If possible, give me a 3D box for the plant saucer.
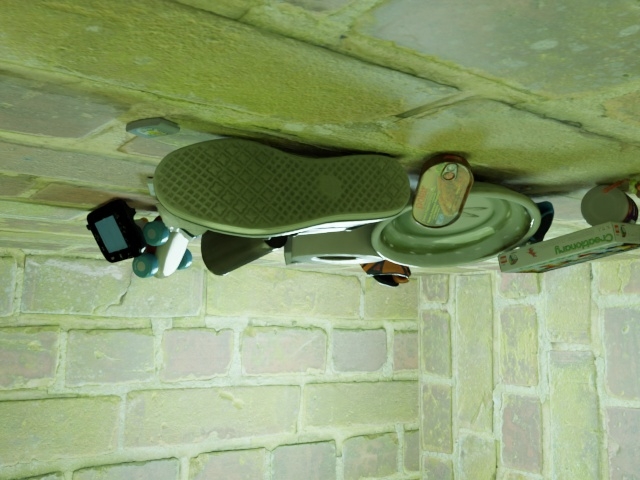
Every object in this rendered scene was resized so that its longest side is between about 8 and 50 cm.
[{"bbox_3d":[0.317,-0.054,1.568,0.400,0.101,0.400,-2,154,-1],"label":"plant saucer"}]

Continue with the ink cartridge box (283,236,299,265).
[{"bbox_3d":[0.000,0.000,1.938,0.223,0.045,0.223,-9,-159,0],"label":"ink cartridge box"}]

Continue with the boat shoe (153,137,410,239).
[{"bbox_3d":[-0.071,-0.089,1.256,0.499,0.187,0.156,-2,168,-24],"label":"boat shoe"}]

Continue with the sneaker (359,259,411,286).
[{"bbox_3d":[0.245,0.043,1.977,0.321,0.180,0.125,-17,160,-29],"label":"sneaker"}]

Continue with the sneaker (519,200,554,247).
[{"bbox_3d":[0.447,-0.072,1.726,0.340,0.125,0.140,4,145,-6],"label":"sneaker"}]

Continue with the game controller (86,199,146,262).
[{"bbox_3d":[-0.595,-0.021,1.883,0.067,0.167,0.319,-19,-175,-35],"label":"game controller"}]

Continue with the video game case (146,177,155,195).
[{"bbox_3d":[-0.339,-0.127,1.588,0.157,0.019,0.143,2,173,-11],"label":"video game case"}]

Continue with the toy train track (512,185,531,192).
[{"bbox_3d":[0.479,-0.123,1.599,0.048,0.014,0.083,15,160,-36],"label":"toy train track"}]

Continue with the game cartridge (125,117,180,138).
[{"bbox_3d":[-0.289,-0.191,1.109,0.083,0.017,0.056,-4,168,31],"label":"game cartridge"}]

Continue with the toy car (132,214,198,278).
[{"bbox_3d":[-0.531,-0.018,2.003,0.238,0.210,0.219,27,-164,18],"label":"toy car"}]

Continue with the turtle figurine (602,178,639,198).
[{"bbox_3d":[0.785,-0.104,1.426,0.269,0.087,0.217,3,172,-16],"label":"turtle figurine"}]

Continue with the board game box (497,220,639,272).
[{"bbox_3d":[0.615,0.022,1.581,0.192,0.053,0.305,3,163,-39],"label":"board game box"}]

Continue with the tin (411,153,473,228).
[{"bbox_3d":[0.248,-0.100,1.341,0.106,0.040,0.190,4,138,-5],"label":"tin"}]

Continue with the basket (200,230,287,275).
[{"bbox_3d":[-0.219,-0.013,1.924,0.226,0.204,0.154,-17,136,37],"label":"basket"}]

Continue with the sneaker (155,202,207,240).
[{"bbox_3d":[-0.381,-0.072,1.834,0.094,0.090,0.235,-24,164,9],"label":"sneaker"}]

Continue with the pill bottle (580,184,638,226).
[{"bbox_3d":[0.723,-0.071,1.611,0.108,0.108,0.193,-5,171,35],"label":"pill bottle"}]

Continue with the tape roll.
[{"bbox_3d":[0.044,-0.032,1.713,0.246,0.169,0.246,0,172,0],"label":"tape roll"}]
